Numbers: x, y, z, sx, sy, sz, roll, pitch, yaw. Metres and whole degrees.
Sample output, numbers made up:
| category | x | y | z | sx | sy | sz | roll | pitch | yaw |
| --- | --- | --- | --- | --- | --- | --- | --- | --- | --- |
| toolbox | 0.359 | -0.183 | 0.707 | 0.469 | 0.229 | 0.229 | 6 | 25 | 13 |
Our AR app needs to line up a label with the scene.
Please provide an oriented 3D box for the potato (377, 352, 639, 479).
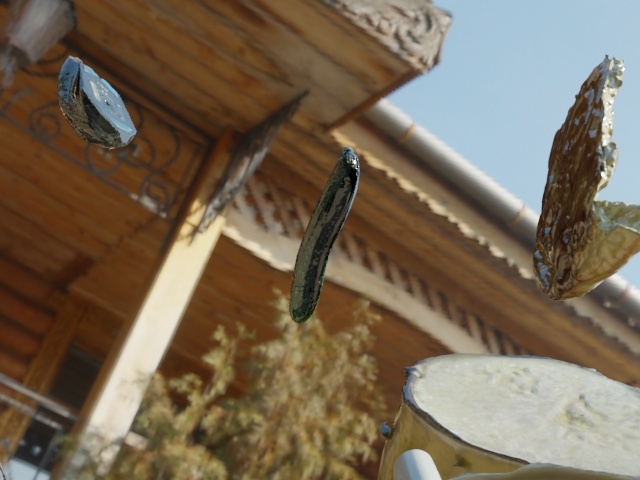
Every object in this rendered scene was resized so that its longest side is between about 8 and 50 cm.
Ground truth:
| category | x | y | z | sx | sy | sz | roll | pitch | yaw |
| --- | --- | --- | --- | --- | --- | --- | --- | --- | --- |
| potato | 0.263 | 0.332 | 1.447 | 0.397 | 0.290 | 0.296 | 14 | -66 | 18 |

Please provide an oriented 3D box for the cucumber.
| category | x | y | z | sx | sy | sz | roll | pitch | yaw |
| --- | --- | --- | --- | --- | --- | --- | --- | --- | --- |
| cucumber | 0.000 | 0.000 | 1.022 | 0.036 | 0.033 | 0.184 | -1 | -56 | -31 |

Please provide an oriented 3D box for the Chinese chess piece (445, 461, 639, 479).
| category | x | y | z | sx | sy | sz | roll | pitch | yaw |
| --- | --- | --- | --- | --- | --- | --- | --- | --- | --- |
| Chinese chess piece | 0.081 | 0.211 | 0.445 | 0.257 | 0.257 | 0.104 | -5 | -55 | 34 |

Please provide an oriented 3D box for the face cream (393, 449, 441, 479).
| category | x | y | z | sx | sy | sz | roll | pitch | yaw |
| --- | --- | --- | --- | --- | --- | --- | --- | --- | --- |
| face cream | 0.101 | 0.270 | 1.047 | 0.051 | 0.182 | 0.072 | 1 | -63 | -6 |

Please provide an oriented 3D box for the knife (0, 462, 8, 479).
| category | x | y | z | sx | sy | sz | roll | pitch | yaw |
| --- | --- | --- | --- | --- | --- | --- | --- | --- | --- |
| knife | -0.194 | 0.205 | 0.723 | 0.060 | 0.028 | 0.230 | 0 | -67 | 51 |

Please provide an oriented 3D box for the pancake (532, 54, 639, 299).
| category | x | y | z | sx | sy | sz | roll | pitch | yaw |
| --- | --- | --- | --- | --- | --- | --- | --- | --- | --- |
| pancake | 0.223 | -0.025 | 0.940 | 0.056 | 0.257 | 0.212 | 15 | -46 | 2 |

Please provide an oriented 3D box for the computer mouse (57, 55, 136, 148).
| category | x | y | z | sx | sy | sz | roll | pitch | yaw |
| --- | --- | --- | --- | --- | --- | --- | --- | --- | --- |
| computer mouse | -0.233 | -0.134 | 1.122 | 0.047 | 0.135 | 0.079 | -36 | -44 | 12 |
